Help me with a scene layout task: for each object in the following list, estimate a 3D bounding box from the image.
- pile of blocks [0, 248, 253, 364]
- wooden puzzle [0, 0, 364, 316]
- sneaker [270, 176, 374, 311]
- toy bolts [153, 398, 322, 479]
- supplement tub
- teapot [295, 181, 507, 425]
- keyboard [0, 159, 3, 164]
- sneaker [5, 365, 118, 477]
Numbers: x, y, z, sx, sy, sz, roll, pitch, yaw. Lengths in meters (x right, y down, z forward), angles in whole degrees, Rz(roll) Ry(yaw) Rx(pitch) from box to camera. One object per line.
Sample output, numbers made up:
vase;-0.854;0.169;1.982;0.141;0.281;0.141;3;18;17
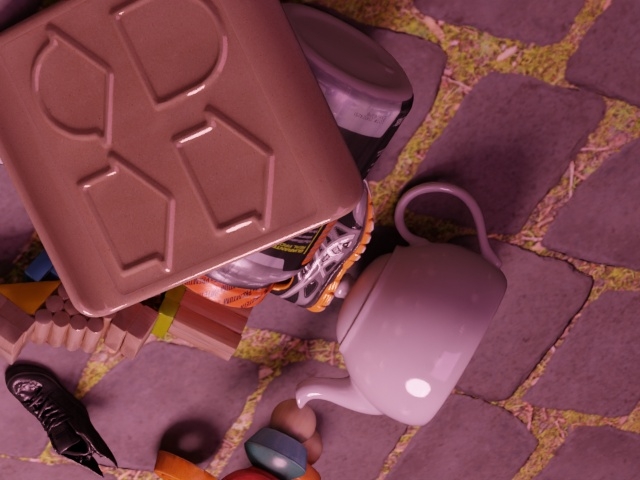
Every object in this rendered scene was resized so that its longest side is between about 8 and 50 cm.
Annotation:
pile of blocks;-0.253;0.074;1.881;0.362;0.149;0.112;2;159;-14
wooden puzzle;-0.163;-0.123;1.643;0.348;0.080;0.322;-23;97;19
sneaker;0.000;0.000;1.924;0.083;0.084;0.215;12;123;-23
toy bolts;-0.089;0.280;2.072;0.218;0.228;0.158;29;73;-3
supplement tub;-0.051;-0.090;1.756;0.193;0.193;0.316;18;118;-32
teapot;0.107;0.092;1.971;0.187;0.256;0.252;31;142;2
keyboard;-0.410;-0.111;1.703;0.192;0.038;0.100;12;122;-28
sneaker;-0.326;0.228;1.972;0.051;0.089;0.170;-37;131;10
